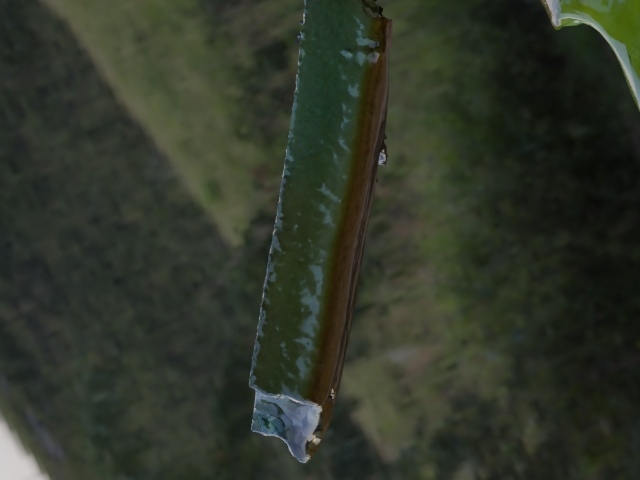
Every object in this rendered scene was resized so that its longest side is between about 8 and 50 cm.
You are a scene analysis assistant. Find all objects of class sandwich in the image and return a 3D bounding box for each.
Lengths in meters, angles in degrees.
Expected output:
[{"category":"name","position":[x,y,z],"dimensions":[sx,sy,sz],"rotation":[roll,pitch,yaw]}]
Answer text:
[{"category":"sandwich","position":[0.000,0.000,1.143],"dimensions":[0.245,0.063,0.212],"rotation":[93,-175,-56]}]

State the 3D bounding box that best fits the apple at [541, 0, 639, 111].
[{"category":"apple","position":[0.293,-0.198,1.146],"dimensions":[0.374,0.384,0.374],"rotation":[25,180,0]}]
